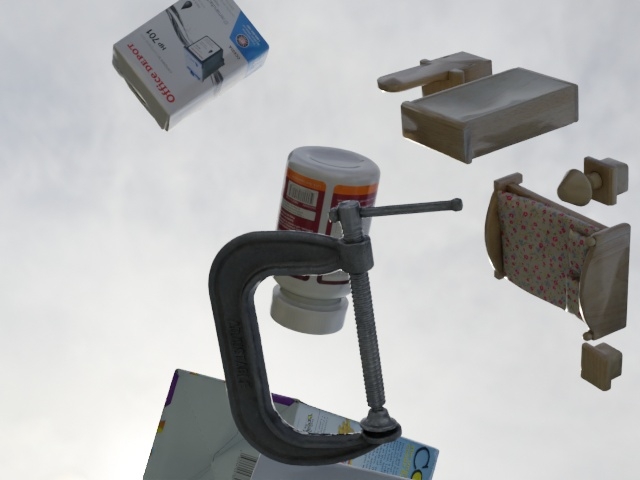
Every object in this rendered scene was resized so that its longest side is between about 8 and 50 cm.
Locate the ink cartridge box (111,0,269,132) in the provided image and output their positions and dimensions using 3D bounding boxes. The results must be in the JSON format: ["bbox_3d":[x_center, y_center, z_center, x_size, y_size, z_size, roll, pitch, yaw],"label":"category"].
[{"bbox_3d":[-0.193,-0.275,1.799,0.140,0.190,0.082,51,-18,3],"label":"ink cartridge box"}]

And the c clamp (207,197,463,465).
[{"bbox_3d":[0.006,0.052,0.638,0.137,0.022,0.161,3,-67,14],"label":"c clamp"}]

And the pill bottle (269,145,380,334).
[{"bbox_3d":[0.000,0.000,1.546,0.121,0.121,0.221,22,-67,29],"label":"pill bottle"}]

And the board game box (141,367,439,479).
[{"bbox_3d":[-0.024,0.227,1.142,0.142,0.144,0.275,10,-11,34],"label":"board game box"}]

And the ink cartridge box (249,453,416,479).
[{"bbox_3d":[0.029,0.286,0.635,0.223,0.307,0.129,7,-26,34],"label":"ink cartridge box"}]

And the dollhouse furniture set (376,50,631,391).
[{"bbox_3d":[0.198,-0.012,1.451,0.303,0.173,0.356,32,-46,51],"label":"dollhouse furniture set"}]
